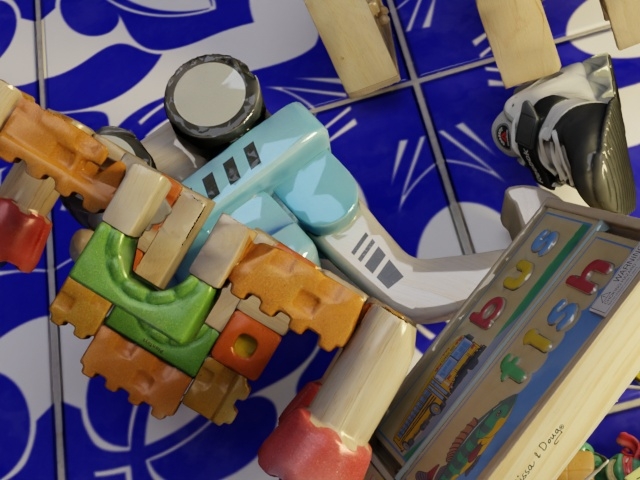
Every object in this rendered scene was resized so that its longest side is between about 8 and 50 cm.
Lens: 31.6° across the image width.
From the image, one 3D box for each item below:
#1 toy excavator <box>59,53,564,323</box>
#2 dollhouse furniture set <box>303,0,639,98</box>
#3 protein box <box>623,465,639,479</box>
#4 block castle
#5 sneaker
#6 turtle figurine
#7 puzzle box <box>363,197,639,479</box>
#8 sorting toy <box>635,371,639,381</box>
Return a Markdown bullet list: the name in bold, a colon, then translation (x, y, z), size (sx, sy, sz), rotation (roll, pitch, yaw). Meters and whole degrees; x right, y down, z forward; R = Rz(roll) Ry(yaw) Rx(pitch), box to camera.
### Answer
- **toy excavator**: translation (0.000, 0.000, 1.247), size (0.433, 0.222, 0.445), rotation (-37, 70, -12)
- **dollhouse furniture set**: translation (0.166, -0.375, 1.341), size (0.394, 0.256, 0.362), rotation (-19, 39, 13)
- **protein box**: translation (0.407, 0.250, 0.988), size (0.201, 0.136, 0.200), rotation (-33, 56, -8)
- **block castle**: translation (-0.145, 0.059, 0.998), size (0.453, 0.303, 0.212), rotation (30, 90, 3)
- **sneaker**: translation (0.260, -0.104, 1.227), size (0.146, 0.122, 0.330), rotation (-11, 20, 15)
- **turtle figurine**: translation (0.217, 0.222, 1.069), size (0.234, 0.118, 0.175), rotation (-16, 35, 25)
- **puzzle box**: translation (0.149, 0.143, 1.015), size (0.052, 0.272, 0.409), rotation (39, 88, -14)
- **sorting toy**: translation (0.446, 0.088, 1.140), size (0.275, 0.046, 0.132), rotation (-27, 55, -3)
